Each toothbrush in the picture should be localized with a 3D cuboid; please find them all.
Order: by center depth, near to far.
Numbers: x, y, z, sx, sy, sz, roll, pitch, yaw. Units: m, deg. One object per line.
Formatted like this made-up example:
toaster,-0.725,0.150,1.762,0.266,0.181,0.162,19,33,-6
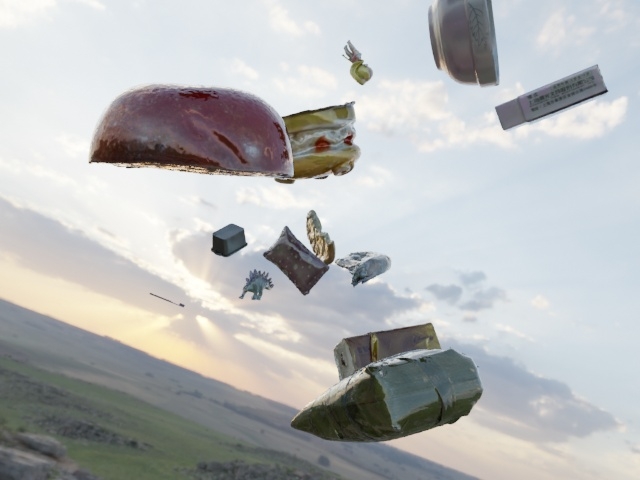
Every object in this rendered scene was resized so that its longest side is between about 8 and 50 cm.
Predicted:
toothbrush,-0.398,0.154,1.393,0.097,0.008,0.006,26,-9,-23

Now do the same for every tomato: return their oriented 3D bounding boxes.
tomato,-0.196,-0.175,0.847,0.338,0.144,0.338,2,7,0

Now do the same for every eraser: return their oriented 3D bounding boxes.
eraser,0.662,-0.401,1.550,0.287,0.086,0.130,-20,-2,24

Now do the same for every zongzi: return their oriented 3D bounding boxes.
zongzi,0.112,0.271,0.909,0.250,0.125,0.274,1,-26,-35

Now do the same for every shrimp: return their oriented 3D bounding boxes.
shrimp,0.111,0.076,1.566,0.164,0.062,0.317,2,11,19

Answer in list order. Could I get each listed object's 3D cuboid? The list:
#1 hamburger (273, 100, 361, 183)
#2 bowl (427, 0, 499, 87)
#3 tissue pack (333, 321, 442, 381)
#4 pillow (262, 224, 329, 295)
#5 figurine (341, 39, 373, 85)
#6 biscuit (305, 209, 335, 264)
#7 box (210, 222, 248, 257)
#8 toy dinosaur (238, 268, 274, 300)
hamburger,-0.019,-0.249,1.399,0.260,0.186,0.303,-9,15,12
bowl,0.349,-0.511,1.310,0.143,0.287,0.287,-5,-26,21
tissue pack,0.157,0.286,1.150,0.226,0.183,0.092,-4,-28,-22
pillow,-0.072,0.058,1.534,0.185,0.118,0.043,42,1,11
figurine,0.128,-0.640,1.938,0.083,0.187,0.083,-24,-14,-6
biscuit,0.000,0.004,2.008,0.045,0.154,0.299,-9,32,-14
box,-0.309,-0.003,1.810,0.084,0.122,0.069,20,-55,30
toy dinosaur,-0.161,0.119,1.414,0.039,0.082,0.209,15,-3,15
